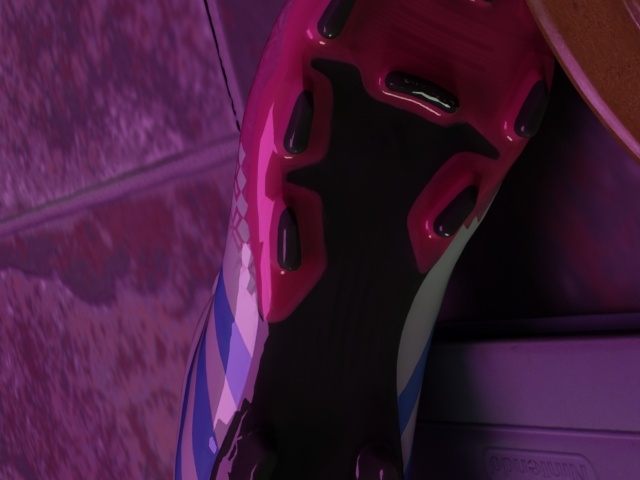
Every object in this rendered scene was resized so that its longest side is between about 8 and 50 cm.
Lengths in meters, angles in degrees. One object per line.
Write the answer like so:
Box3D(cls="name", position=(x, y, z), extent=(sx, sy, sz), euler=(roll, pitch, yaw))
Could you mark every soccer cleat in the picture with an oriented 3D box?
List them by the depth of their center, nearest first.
Box3D(cls="soccer cleat", position=(0.000, 0.000, 0.572), extent=(0.143, 0.116, 0.331), euler=(-146, 71, -69))

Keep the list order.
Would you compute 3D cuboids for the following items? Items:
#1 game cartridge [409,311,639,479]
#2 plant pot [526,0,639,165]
Box3D(cls="game cartridge", position=(0.123, 0.143, 0.556), extent=(0.355, 0.068, 0.230), euler=(-10, 100, 62))
Box3D(cls="plant pot", position=(0.116, -0.080, 0.393), extent=(0.236, 0.032, 0.236), euler=(52, 165, 20))
